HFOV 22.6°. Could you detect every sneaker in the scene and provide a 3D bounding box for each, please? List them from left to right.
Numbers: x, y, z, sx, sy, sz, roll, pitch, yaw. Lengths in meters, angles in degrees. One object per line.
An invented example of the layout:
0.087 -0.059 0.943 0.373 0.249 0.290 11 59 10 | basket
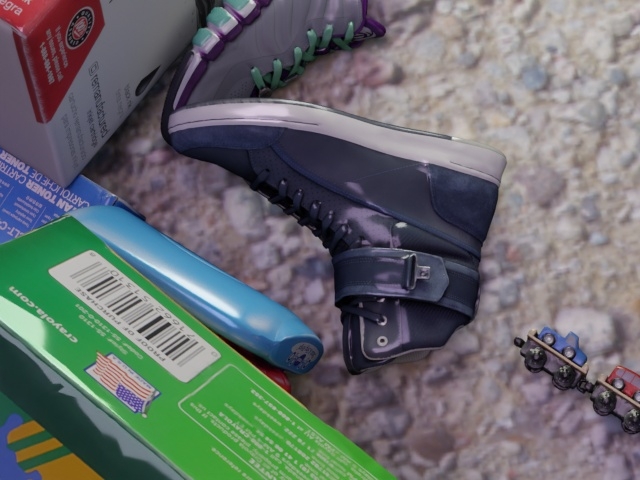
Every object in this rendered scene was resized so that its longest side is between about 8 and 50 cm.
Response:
-0.017 -0.142 1.095 0.098 0.083 0.223 34 85 9 | sneaker
0.001 0.000 1.041 0.226 0.086 0.163 12 81 -6 | sneaker

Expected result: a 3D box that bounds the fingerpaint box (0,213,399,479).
-0.095 0.272 0.860 0.445 0.163 0.371 39 110 6 | fingerpaint box

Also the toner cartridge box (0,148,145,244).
-0.314 -0.041 1.124 0.348 0.075 0.165 30 86 13 | toner cartridge box

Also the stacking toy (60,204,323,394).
-0.144 0.144 1.012 0.166 0.175 0.302 31 87 15 | stacking toy

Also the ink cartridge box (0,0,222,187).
-0.134 -0.200 1.030 0.114 0.197 0.273 32 68 13 | ink cartridge box

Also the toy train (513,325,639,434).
0.197 0.101 1.038 0.158 0.027 0.036 32 82 13 | toy train
